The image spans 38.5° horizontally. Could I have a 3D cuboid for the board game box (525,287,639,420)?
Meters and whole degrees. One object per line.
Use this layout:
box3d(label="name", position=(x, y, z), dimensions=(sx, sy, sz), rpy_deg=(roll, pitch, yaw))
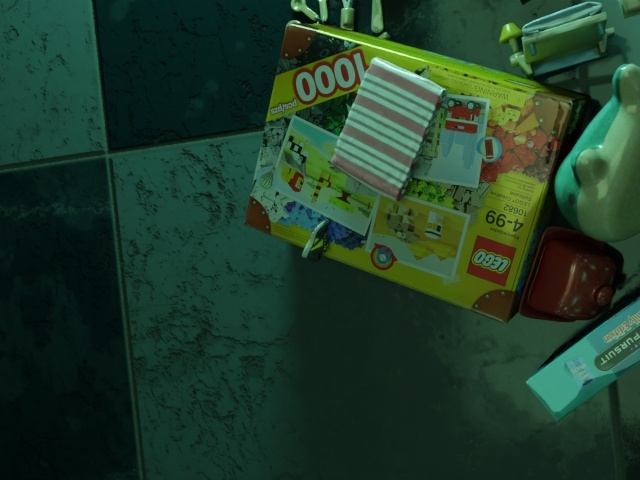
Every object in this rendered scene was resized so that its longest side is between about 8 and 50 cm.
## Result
box3d(label="board game box", position=(0.497, 0.130, 1.431), dimensions=(0.336, 0.253, 0.079), rpy_deg=(-42, 77, 21))

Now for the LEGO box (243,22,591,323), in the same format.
box3d(label="LEGO box", position=(0.157, -0.131, 1.578), dimensions=(0.500, 0.193, 0.373), rpy_deg=(20, 108, 22))

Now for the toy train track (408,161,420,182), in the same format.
box3d(label="toy train track", position=(0.138, -0.133, 1.470), dimensions=(0.048, 0.014, 0.083), rpy_deg=(-10, 90, 34))

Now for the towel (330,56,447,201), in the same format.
box3d(label="towel", position=(0.107, -0.178, 1.462), dimensions=(0.144, 0.029, 0.197), rpy_deg=(32, 109, 27))

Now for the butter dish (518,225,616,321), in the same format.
box3d(label="butter dish", position=(0.425, 0.072, 1.498), dimensions=(0.118, 0.159, 0.160), rpy_deg=(31, 108, 53))

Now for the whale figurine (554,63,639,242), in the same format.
box3d(label="whale figurine", position=(0.434, -0.137, 1.366), dimensions=(0.141, 0.216, 0.272), rpy_deg=(30, 125, 48))

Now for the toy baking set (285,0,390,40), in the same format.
box3d(label="toy baking set", position=(0.038, -0.411, 1.721), dimensions=(0.256, 0.030, 0.197), rpy_deg=(-32, 81, 23))

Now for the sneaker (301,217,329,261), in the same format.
box3d(label="sneaker", position=(0.000, 0.000, 1.559), dimensions=(0.035, 0.031, 0.083), rpy_deg=(30, 118, 3))

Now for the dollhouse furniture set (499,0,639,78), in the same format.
box3d(label="dollhouse furniture set", position=(0.409, -0.403, 1.418), dimensions=(0.303, 0.286, 0.198), rpy_deg=(-16, 85, 15))
